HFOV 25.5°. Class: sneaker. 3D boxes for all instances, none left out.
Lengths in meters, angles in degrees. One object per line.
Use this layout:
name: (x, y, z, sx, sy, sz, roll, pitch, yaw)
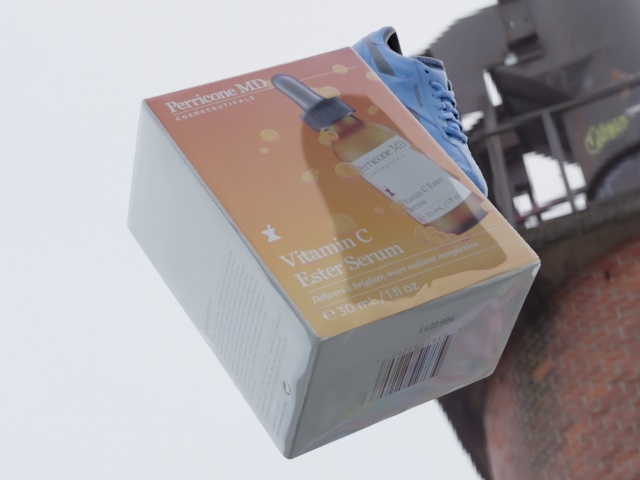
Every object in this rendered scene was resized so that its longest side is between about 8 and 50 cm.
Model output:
sneaker: (0.087, -0.110, 1.198, 0.082, 0.209, 0.069, -44, -38, 8)

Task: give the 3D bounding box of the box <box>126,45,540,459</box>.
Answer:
box: (0.000, 0.000, 0.704, 0.130, 0.170, 0.091, -19, -36, -29)
